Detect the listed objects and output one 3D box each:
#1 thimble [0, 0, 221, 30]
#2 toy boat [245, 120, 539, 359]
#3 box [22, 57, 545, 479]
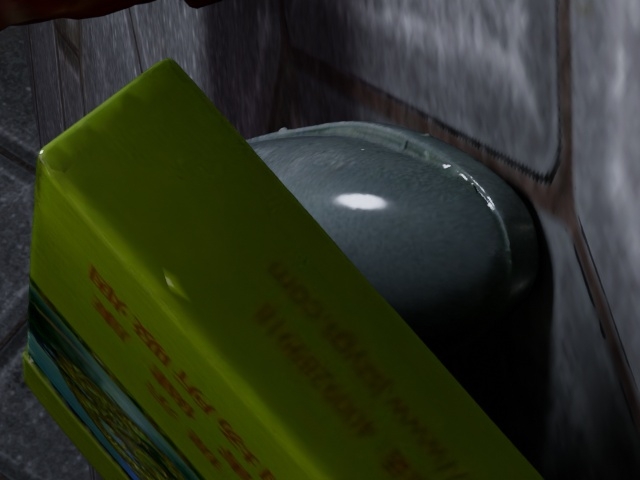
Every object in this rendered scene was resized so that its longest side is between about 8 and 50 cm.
[{"bbox_3d":[-0.195,-0.204,0.682,0.350,0.350,0.231,-133,38,-69],"label":"thimble"},{"bbox_3d":[0.000,0.000,0.540,0.260,0.085,0.078,-179,82,-66],"label":"toy boat"},{"bbox_3d":[-0.020,0.076,0.516,0.187,0.047,0.335,48,163,3],"label":"box"}]
